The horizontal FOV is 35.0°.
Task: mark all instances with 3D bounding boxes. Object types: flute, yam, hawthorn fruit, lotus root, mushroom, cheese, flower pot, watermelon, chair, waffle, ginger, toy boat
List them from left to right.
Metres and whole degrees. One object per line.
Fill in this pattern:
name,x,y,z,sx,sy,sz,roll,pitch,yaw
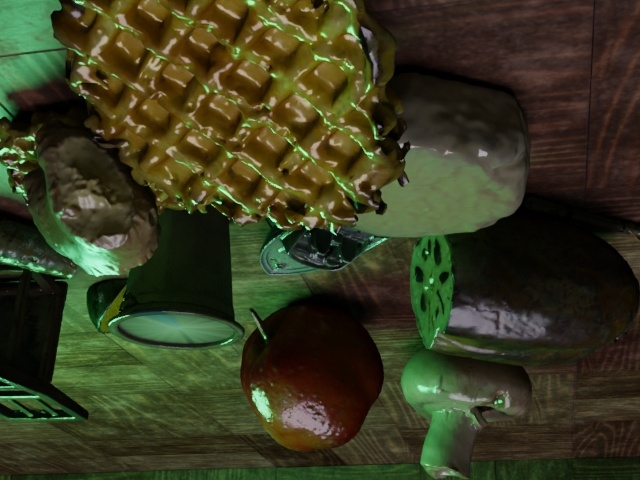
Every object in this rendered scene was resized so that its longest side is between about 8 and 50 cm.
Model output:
chair,-0.573,0.179,1.880,0.203,0.241,0.416,-3,160,8
yam,-0.480,0.012,1.673,0.179,0.078,0.078,20,150,-36
ginger,-0.297,-0.055,1.282,0.275,0.130,0.221,16,148,47
waffle,-0.302,-0.104,1.425,0.300,0.058,0.281,7,156,-19
watermelon,-0.405,0.139,1.958,0.092,0.075,0.181,0,155,-8
flower pot,-0.222,0.056,1.604,0.212,0.203,0.212,0,155,0
waffle,-0.091,-0.158,1.072,0.382,0.095,0.380,9,136,20
hawthorn fruit,-0.038,0.239,1.966,0.287,0.287,0.330,-18,126,37
toy boat,0.000,0.000,1.606,0.141,0.092,0.319,17,153,-29
cheese,0.117,-0.101,1.351,0.326,0.115,0.318,-8,155,22
mushroom,0.314,0.370,2.196,0.292,0.290,0.292,5,158,2
lotus root,0.325,0.074,1.585,0.346,0.250,0.250,10,155,-10
flute,0.418,-0.035,1.594,0.233,0.027,0.027,12,154,-25
